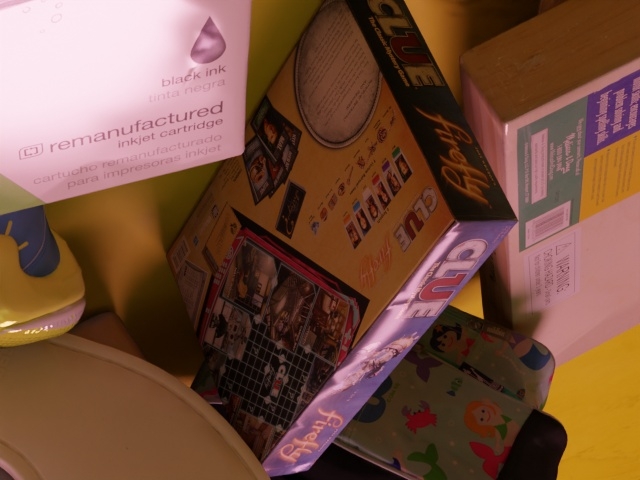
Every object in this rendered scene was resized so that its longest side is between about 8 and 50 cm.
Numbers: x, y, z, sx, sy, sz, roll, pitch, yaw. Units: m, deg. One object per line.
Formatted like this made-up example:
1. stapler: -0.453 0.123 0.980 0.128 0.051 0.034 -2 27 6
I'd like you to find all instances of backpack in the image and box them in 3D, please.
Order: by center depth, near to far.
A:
1. backpack: 0.030 0.138 1.048 0.253 0.191 0.225 18 148 7

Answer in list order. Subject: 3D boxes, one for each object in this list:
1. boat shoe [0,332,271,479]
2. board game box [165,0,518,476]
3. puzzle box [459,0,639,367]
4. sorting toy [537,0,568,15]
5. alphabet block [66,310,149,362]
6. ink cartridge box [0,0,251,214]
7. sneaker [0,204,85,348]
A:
1. boat shoe: -0.161 0.114 0.865 0.319 0.116 0.099 31 150 -8
2. board game box: 0.000 0.000 0.855 0.042 0.165 0.243 -1 144 -34
3. puzzle box: 0.226 -0.054 0.964 0.272 0.052 0.409 -26 155 -5
4. sorting toy: 0.233 -0.125 0.951 0.307 0.041 0.229 -19 153 -21
5. alphabet block: -0.162 0.200 0.990 0.192 0.197 0.193 -26 150 -18
6. ink cartridge box: -0.133 -0.132 0.600 0.198 0.115 0.273 -15 149 -15
7. sneaker: -0.214 0.000 0.736 0.091 0.126 0.240 -16 175 27
